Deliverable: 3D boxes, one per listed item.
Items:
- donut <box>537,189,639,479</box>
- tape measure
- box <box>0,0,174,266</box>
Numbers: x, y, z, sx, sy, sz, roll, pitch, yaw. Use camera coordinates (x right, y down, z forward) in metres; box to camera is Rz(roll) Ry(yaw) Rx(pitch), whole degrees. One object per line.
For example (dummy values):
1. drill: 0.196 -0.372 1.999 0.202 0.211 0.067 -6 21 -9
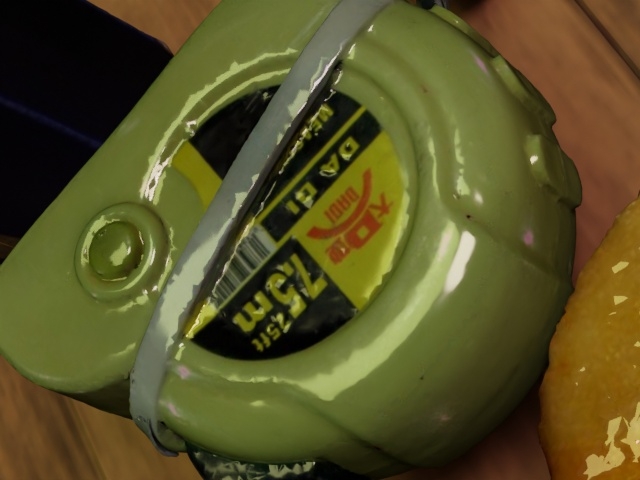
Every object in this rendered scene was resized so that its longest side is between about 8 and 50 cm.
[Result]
1. donut: 0.145 0.057 0.459 0.174 0.074 0.190 -49 45 16
2. tape measure: 0.000 0.000 0.540 0.154 0.087 0.177 41 97 33
3. box: -0.198 -0.028 0.714 0.259 0.168 0.071 -24 57 33
